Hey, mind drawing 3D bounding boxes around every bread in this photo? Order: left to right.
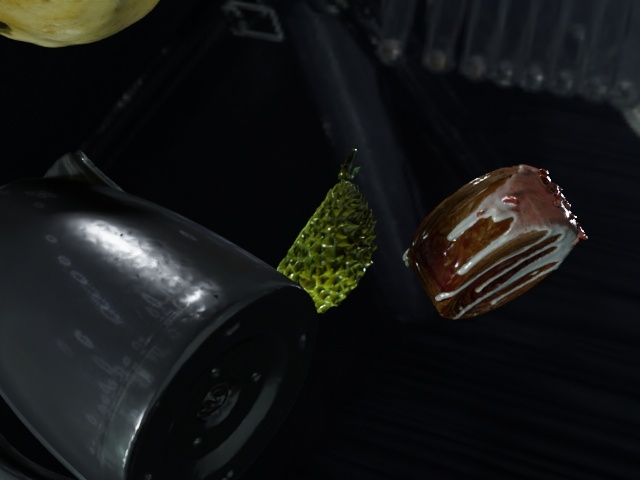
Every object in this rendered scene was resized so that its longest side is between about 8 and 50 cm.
[{"bbox_3d":[0.159,0.004,1.101,0.160,0.073,0.160,-22,-29,-13],"label":"bread"}]

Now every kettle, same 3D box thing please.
[{"bbox_3d":[-0.190,0.084,0.939,0.268,0.290,0.207,-62,-25,5],"label":"kettle"}]

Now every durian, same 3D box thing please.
[{"bbox_3d":[0.000,0.000,1.281,0.086,0.100,0.215,37,-96,-32],"label":"durian"}]

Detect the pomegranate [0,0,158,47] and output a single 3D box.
[{"bbox_3d":[-0.272,-0.332,1.077,0.332,0.332,0.332,-28,-55,-49],"label":"pomegranate"}]
